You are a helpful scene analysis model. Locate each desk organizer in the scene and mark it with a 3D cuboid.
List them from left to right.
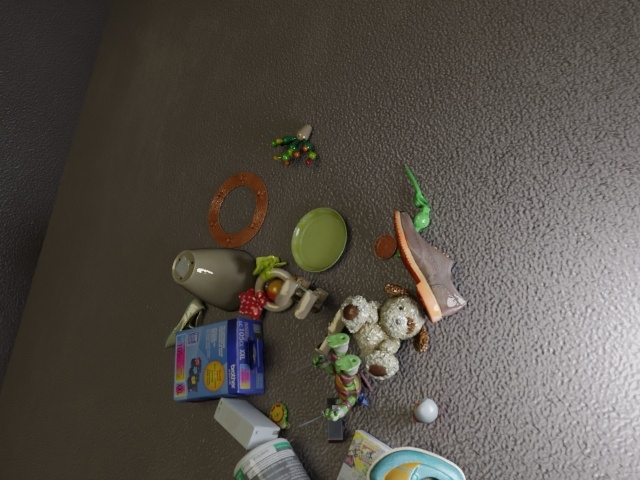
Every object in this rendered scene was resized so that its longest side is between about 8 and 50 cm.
[{"bbox_3d":[0.044,0.575,1.572,0.047,0.050,0.130,-2,54,0],"label":"desk organizer"}]

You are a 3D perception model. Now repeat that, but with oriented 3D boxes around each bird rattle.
[{"bbox_3d":[-0.190,0.183,1.817,0.206,0.143,0.254,19,90,21],"label":"bird rattle"}]

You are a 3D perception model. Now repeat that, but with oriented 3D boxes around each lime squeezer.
[{"bbox_3d":[0.312,-0.099,1.607,0.110,0.058,0.311,-16,65,63],"label":"lime squeezer"}]

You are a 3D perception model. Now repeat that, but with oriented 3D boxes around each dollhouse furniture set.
[{"bbox_3d":[-0.036,0.246,1.637,0.242,0.212,0.161,31,93,10],"label":"dollhouse furniture set"}]

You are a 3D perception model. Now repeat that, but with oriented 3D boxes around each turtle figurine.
[{"bbox_3d":[0.020,0.424,1.476,0.274,0.198,0.266,12,126,10],"label":"turtle figurine"}]

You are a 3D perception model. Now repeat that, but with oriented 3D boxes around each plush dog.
[{"bbox_3d":[0.210,0.260,1.504,0.225,0.210,0.263,-26,82,7],"label":"plush dog"}]

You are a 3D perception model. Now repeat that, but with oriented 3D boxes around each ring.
[{"bbox_3d":[-0.360,-0.134,2.087,0.336,0.032,0.337,-11,70,31],"label":"ring"}]

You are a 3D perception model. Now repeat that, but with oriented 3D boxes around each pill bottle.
[{"bbox_3d":[-0.102,0.816,1.504,0.204,0.204,0.361,-49,54,12],"label":"pill bottle"}]

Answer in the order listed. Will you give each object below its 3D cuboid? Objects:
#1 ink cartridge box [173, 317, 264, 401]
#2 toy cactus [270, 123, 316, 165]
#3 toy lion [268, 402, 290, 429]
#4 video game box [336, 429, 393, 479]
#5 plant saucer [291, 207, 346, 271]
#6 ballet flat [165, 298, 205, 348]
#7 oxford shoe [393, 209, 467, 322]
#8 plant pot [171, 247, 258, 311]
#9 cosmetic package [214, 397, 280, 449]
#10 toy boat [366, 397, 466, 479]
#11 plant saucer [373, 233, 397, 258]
[{"bbox_3d":[-0.358,0.446,1.835,0.395,0.151,0.270,-17,67,28],"label":"ink cartridge box"},{"bbox_3d":[-0.088,-0.377,1.947,0.219,0.112,0.181,19,68,40],"label":"toy cactus"},{"bbox_3d":[-0.152,0.622,1.710,0.100,0.034,0.096,-43,49,17],"label":"toy lion"},{"bbox_3d":[0.160,0.698,1.457,0.205,0.048,0.187,21,90,37],"label":"video game box"},{"bbox_3d":[0.000,0.000,1.791,0.240,0.037,0.241,-11,70,32],"label":"plant saucer"},{"bbox_3d":[-0.557,0.360,2.046,0.086,0.086,0.249,34,95,37],"label":"ballet flat"},{"bbox_3d":[0.325,0.060,1.502,0.132,0.130,0.364,-21,74,3],"label":"oxford shoe"},{"bbox_3d":[-0.426,0.131,1.898,0.256,0.274,0.257,-11,70,32],"label":"plant pot"},{"bbox_3d":[-0.257,0.631,1.700,0.231,0.117,0.086,18,87,50],"label":"cosmetic package"},{"bbox_3d":[0.264,0.592,1.323,0.267,0.148,0.318,7,66,6],"label":"toy boat"},{"bbox_3d":[0.218,0.021,1.647,0.083,0.013,0.084,-11,71,32],"label":"plant saucer"}]
